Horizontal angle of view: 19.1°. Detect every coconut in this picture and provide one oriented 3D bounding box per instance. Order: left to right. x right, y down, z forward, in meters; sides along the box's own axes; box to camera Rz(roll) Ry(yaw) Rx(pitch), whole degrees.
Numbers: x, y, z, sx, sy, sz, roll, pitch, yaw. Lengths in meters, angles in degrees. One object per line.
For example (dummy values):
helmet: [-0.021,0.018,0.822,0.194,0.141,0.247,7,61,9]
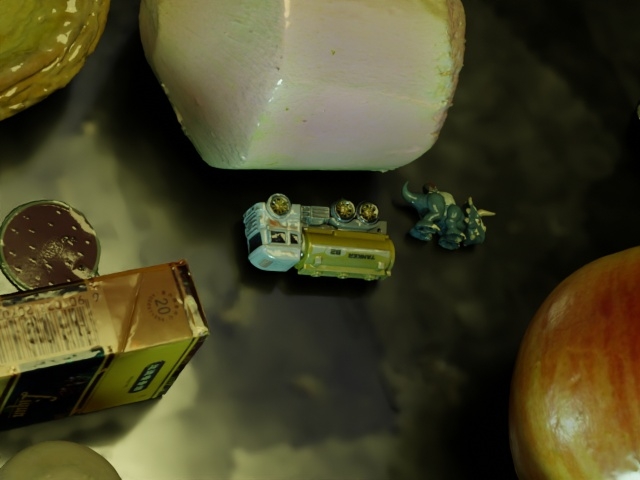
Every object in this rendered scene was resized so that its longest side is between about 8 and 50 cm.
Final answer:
coconut: [-0.028,-0.172,1.540,0.245,0.233,0.233,5,67,-25]

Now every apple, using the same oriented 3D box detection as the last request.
apple: [0.282,0.132,1.481,0.286,0.286,0.233,7,60,-16]

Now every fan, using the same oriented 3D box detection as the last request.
fan: [-0.196,0.019,1.515,0.133,0.005,0.085,33,62,-3]

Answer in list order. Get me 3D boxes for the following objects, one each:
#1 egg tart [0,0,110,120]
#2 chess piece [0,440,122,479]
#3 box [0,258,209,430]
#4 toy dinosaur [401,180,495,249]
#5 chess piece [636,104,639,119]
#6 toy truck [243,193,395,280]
egg tart: [-0.313,-0.200,1.500,0.294,0.123,0.294,6,71,-18]
chess piece: [-0.196,0.208,1.297,0.142,0.261,0.143,5,68,-14]
box: [-0.216,0.087,1.398,0.237,0.152,0.070,-9,71,-22]
toy dinosaur: [0.105,-0.022,1.620,0.083,0.030,0.047,17,64,-13]
chess piece: [0.462,-0.076,1.697,0.330,0.182,0.182,38,62,-7]
toy truck: [0.000,0.000,1.564,0.123,0.052,0.063,4,74,-19]
